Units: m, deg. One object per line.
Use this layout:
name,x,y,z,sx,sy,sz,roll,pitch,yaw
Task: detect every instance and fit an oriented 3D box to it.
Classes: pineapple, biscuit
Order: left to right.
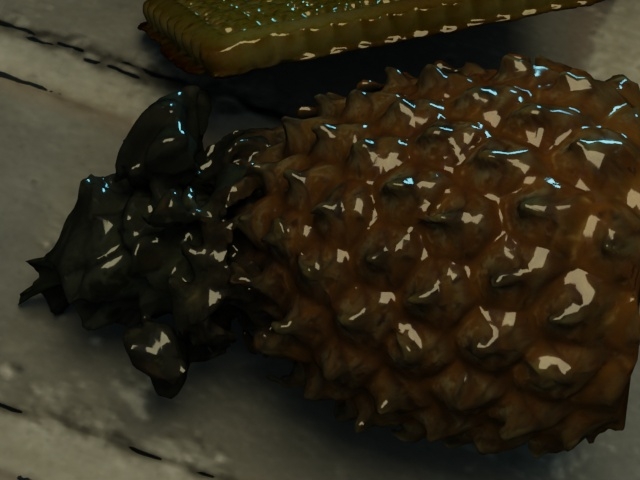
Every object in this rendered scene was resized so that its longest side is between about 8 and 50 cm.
pineapple,0.000,-0.002,0.978,0.357,0.223,0.223,4,60,11
biscuit,0.024,-0.147,1.085,0.255,0.029,0.172,-14,22,-15
